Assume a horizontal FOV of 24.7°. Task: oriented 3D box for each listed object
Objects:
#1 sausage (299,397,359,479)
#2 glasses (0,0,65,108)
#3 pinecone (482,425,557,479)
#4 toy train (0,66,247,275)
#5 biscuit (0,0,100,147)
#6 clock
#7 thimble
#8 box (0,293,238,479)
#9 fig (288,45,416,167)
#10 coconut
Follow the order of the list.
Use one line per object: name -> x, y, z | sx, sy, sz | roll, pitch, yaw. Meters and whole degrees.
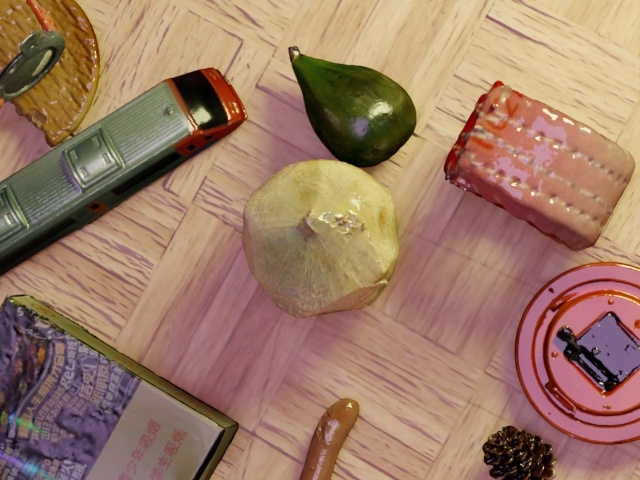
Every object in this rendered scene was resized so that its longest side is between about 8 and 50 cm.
sausage -> -0.001, 0.269, 1.689 | 0.043, 0.043, 0.186 | 18, 91, 10
glasses -> -0.452, -0.254, 1.721 | 0.234, 0.118, 0.268 | -37, 80, 13
pinecone -> 0.220, 0.247, 1.634 | 0.077, 0.083, 0.077 | -26, 46, 31
toy train -> -0.281, -0.075, 1.728 | 0.409, 0.089, 0.086 | -31, 78, 8
biscuit -> -0.342, -0.235, 1.769 | 0.144, 0.033, 0.224 | -41, 80, 7
clock -> 0.320, 0.126, 1.635 | 0.205, 0.051, 0.205 | 0, 89, 9
thimble -> 0.239, -0.078, 1.600 | 0.190, 0.163, 0.125 | 29, 93, -4
box -> -0.278, 0.224, 1.716 | 0.310, 0.084, 0.198 | 30, 93, 9
fig -> 0.026, -0.158, 1.673 | 0.177, 0.117, 0.117 | 38, 94, 25
coconut -> 0.001, -0.003, 1.623 | 0.194, 0.194, 0.194 | 0, 88, 10
